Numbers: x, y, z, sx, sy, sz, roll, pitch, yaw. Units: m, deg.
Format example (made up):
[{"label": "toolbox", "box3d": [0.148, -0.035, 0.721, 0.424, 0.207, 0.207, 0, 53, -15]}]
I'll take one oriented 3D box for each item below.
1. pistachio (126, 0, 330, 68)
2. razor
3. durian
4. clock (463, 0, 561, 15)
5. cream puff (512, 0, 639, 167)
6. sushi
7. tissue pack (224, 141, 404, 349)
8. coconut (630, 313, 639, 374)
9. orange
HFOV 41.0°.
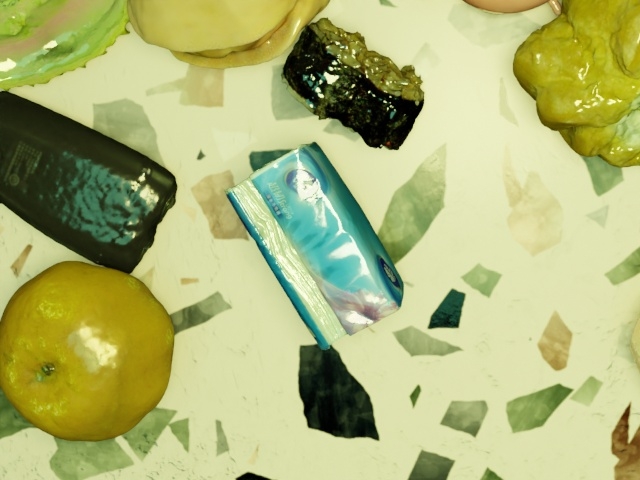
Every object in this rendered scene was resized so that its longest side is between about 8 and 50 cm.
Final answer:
[{"label": "pistachio", "box3d": [-0.116, -0.365, 1.188, 0.321, 0.229, 0.238, -24, 70, 19]}, {"label": "razor", "box3d": [-0.395, -0.092, 1.333, 0.326, 0.107, 0.189, 27, 102, 4]}, {"label": "durian", "box3d": [-0.410, -0.331, 1.262, 0.355, 0.169, 0.158, -28, 92, 9]}, {"label": "clock", "box3d": [0.261, -0.423, 1.162, 0.241, 0.142, 0.227, 13, 101, 3]}, {"label": "cream puff", "box3d": [0.391, -0.262, 1.112, 0.269, 0.323, 0.274, -12, 65, 27]}, {"label": "sushi", "box3d": [0.055, -0.214, 1.196, 0.212, 0.147, 0.115, 27, 119, -27]}, {"label": "tissue pack", "box3d": [0.000, 0.000, 1.242, 0.146, 0.198, 0.263, -30, 95, 10]}, {"label": "coconut", "box3d": [0.538, 0.142, 1.183, 0.224, 0.234, 0.224, 3, 73, -10]}, {"label": "orange", "box3d": [-0.356, 0.168, 1.311, 0.279, 0.235, 0.279, 4, 102, 19]}]
